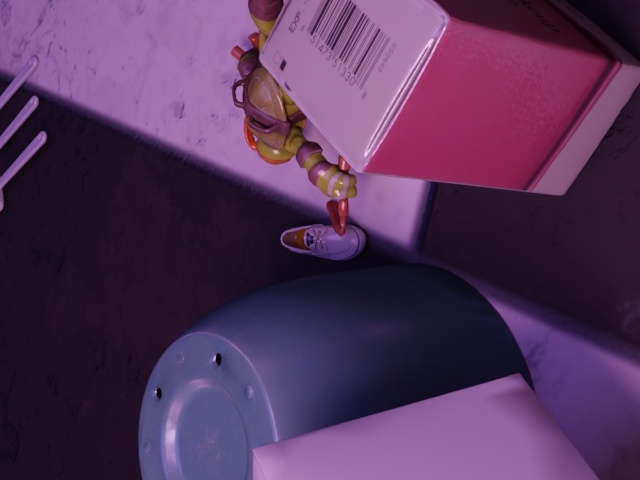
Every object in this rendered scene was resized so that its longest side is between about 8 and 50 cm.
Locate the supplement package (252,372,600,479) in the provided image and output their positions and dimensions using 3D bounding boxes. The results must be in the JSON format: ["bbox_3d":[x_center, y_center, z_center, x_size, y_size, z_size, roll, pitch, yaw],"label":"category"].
[{"bbox_3d":[0.078,0.266,0.731,0.198,0.199,0.262,-122,26,-46],"label":"supplement package"}]

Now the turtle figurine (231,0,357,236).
[{"bbox_3d":[-0.041,-0.147,1.032,0.217,0.087,0.269,100,150,-50],"label":"turtle figurine"}]

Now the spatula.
[{"bbox_3d":[-0.450,-0.141,1.589,0.242,0.019,0.168,-34,59,40],"label":"spatula"}]

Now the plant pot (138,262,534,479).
[{"bbox_3d":[-0.006,0.164,0.926,0.293,0.235,0.293,-2,88,47],"label":"plant pot"}]

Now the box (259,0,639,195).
[{"bbox_3d":[0.100,-0.130,0.823,0.148,0.232,0.127,51,124,36],"label":"box"}]

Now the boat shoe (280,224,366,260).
[{"bbox_3d":[0.000,0.000,1.073,0.100,0.035,0.035,7,93,48],"label":"boat shoe"}]
